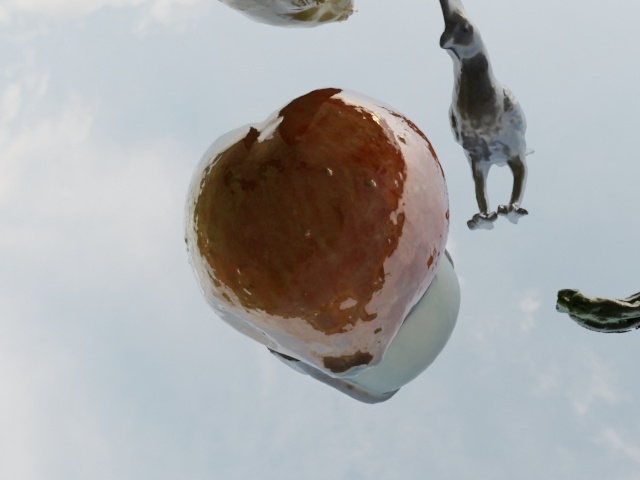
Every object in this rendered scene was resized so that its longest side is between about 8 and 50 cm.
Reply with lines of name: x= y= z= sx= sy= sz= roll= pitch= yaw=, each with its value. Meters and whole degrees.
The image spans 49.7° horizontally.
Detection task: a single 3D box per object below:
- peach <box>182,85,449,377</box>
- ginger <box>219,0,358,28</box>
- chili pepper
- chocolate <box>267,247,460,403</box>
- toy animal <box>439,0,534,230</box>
peach: x=0.000 y=0.000 z=0.554 sx=0.232 sy=0.232 sz=0.232 roll=-8 pitch=-109 yaw=24
ginger: x=-0.094 y=-0.320 z=0.561 sx=0.166 sy=0.375 sz=0.236 roll=-27 pitch=-123 yaw=3
chili pepper: x=0.292 y=0.063 z=0.674 sx=0.118 sy=0.035 sz=0.055 roll=-15 pitch=-94 yaw=18
chocolate: x=0.064 y=0.069 z=0.902 sx=0.283 sy=0.186 sz=0.283 roll=-33 pitch=-140 yaw=33
toy animal: x=0.198 y=-0.105 z=0.781 sx=0.081 sy=0.367 sz=0.205 roll=-11 pitch=-117 yaw=25
